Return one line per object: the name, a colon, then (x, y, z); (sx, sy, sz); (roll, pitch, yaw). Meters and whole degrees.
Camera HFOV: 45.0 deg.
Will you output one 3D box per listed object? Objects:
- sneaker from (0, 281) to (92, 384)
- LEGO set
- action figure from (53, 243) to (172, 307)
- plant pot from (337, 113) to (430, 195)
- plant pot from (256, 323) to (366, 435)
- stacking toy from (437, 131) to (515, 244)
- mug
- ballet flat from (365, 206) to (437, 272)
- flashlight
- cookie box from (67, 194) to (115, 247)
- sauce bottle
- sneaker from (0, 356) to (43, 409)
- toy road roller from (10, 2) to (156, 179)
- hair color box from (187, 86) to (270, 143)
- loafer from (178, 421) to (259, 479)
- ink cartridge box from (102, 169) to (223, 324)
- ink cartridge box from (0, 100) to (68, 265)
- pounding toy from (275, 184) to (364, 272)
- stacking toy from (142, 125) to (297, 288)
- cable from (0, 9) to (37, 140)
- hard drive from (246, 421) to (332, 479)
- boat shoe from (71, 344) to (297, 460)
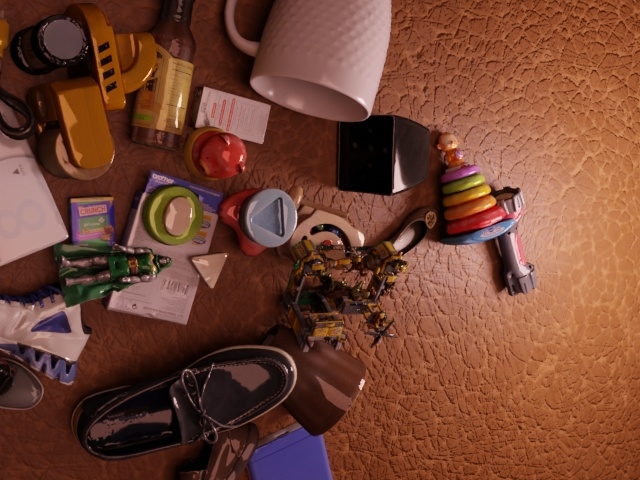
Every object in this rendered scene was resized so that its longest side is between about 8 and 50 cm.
sneaker: (-0.589, 0.144, 1.556); (0.315, 0.127, 0.182); (38, 74, -34)
LEGO set: (0.069, 0.138, 1.802); (0.331, 0.192, 0.255); (8, 124, -31)
action figure: (-0.416, 0.055, 1.590); (0.232, 0.063, 0.137); (-7, 75, -33)
plant pot: (0.165, -0.214, 1.889); (0.166, 0.187, 0.188); (-8, 102, -41)
plant pot: (-0.046, 0.312, 1.849); (0.230, 0.215, 0.215); (39, 78, -13)
stacking toy: (0.379, -0.144, 2.048); (0.175, 0.165, 0.302); (-19, 92, -16)
mug: (-0.028, -0.477, 1.703); (0.373, 0.276, 0.328); (15, 84, 0)
ballet flat: (0.222, 0.000, 2.016); (0.249, 0.058, 0.084); (-37, 115, -19)
flashlight: (0.549, 0.001, 2.182); (0.103, 0.103, 0.304); (-54, 129, -54)
cookie box: (-0.480, -0.039, 1.624); (0.091, 0.040, 0.107); (-5, 100, -28)
sauce bottle: (-0.322, -0.365, 1.623); (0.111, 0.111, 0.345); (9, 92, -30)
sneaker: (-0.659, 0.264, 1.492); (0.295, 0.178, 0.124); (34, 81, -29)
toy road roller: (-0.441, -0.294, 1.515); (0.240, 0.202, 0.330); (-16, 104, -33)
hair color box: (-0.204, -0.280, 1.734); (0.167, 0.053, 0.093); (11, 94, -32)
loafer: (-0.285, 0.569, 1.797); (0.130, 0.133, 0.366); (33, 77, -19)
ink cartridge box: (-0.343, 0.017, 1.699); (0.185, 0.065, 0.311); (17, 92, -30)
ink cartridge box: (-0.715, -0.074, 1.440); (0.384, 0.091, 0.308); (-26, 103, -25)
pounding toy: (0.000, 0.000, 1.833); (0.269, 0.154, 0.154); (35, 79, -32)
stacking toy: (-0.205, -0.062, 1.657); (0.279, 0.130, 0.309); (-50, 118, -18)
cable: (-0.616, -0.304, 1.415); (0.139, 0.072, 0.287); (-18, 64, -16)
hard drive: (-0.068, 0.631, 1.966); (0.210, 0.040, 0.319); (-19, 107, -26)
boat shoe: (-0.285, 0.358, 1.673); (0.499, 0.156, 0.187); (-13, 99, -13)
